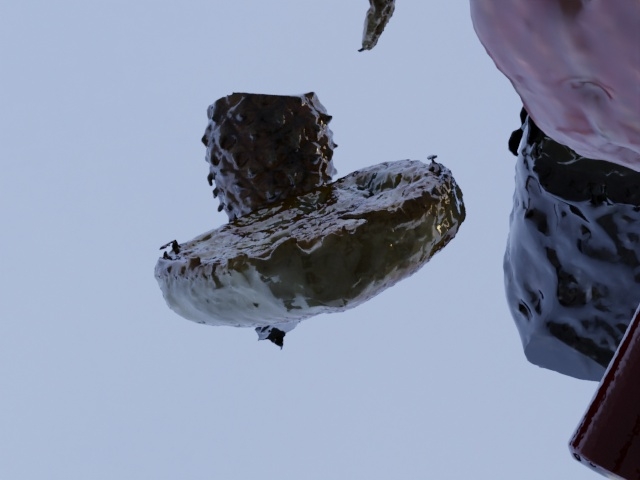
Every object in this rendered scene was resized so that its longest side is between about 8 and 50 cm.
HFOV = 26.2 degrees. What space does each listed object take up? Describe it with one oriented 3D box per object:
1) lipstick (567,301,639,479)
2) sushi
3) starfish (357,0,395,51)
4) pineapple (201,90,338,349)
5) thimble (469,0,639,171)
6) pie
[{"bbox_3d":[0.267,0.069,1.025,0.080,0.080,0.241,25,-88,-1],"label":"lipstick"},{"bbox_3d":[0.337,-0.039,1.470,0.281,0.294,0.299,0,-141,8],"label":"sushi"},{"bbox_3d":[0.009,-0.263,1.005,0.062,0.277,0.235,13,-151,37],"label":"starfish"},{"bbox_3d":[-0.053,-0.022,1.515,0.157,0.158,0.279,-1,-101,-15],"label":"pineapple"},{"bbox_3d":[0.204,-0.166,0.488,0.230,0.350,0.350,16,-126,35],"label":"thimble"},{"bbox_3d":[0.000,0.000,1.283,0.315,0.315,0.092,-27,-77,-24],"label":"pie"}]
